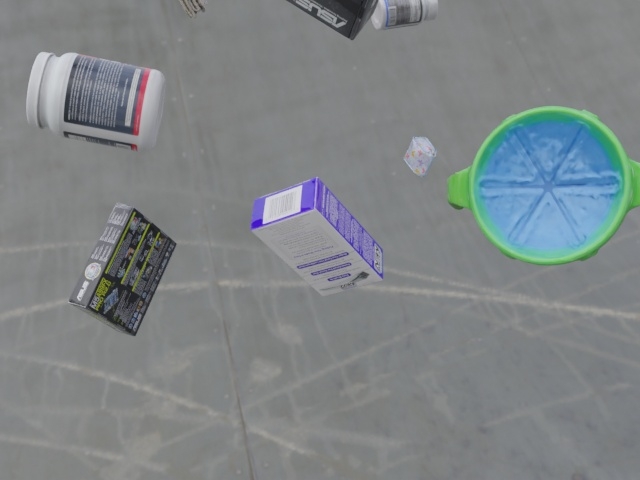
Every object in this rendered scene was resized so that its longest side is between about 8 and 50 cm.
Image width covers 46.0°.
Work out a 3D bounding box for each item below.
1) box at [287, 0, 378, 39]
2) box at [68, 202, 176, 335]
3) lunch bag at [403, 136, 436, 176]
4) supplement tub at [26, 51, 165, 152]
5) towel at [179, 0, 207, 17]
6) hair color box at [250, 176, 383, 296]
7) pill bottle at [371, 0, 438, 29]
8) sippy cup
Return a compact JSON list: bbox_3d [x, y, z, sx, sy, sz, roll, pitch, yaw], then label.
[{"bbox_3d":[-0.055,-0.547,1.212,0.394,0.318,0.097,33,65,2],"label":"box"},{"bbox_3d":[-0.481,0.075,1.865,0.060,0.216,0.270,12,70,27],"label":"box"},{"bbox_3d":[0.254,-0.207,1.880,0.053,0.071,0.083,-1,42,-28],"label":"lunch bag"},{"bbox_3d":[-0.497,-0.312,1.692,0.272,0.191,0.191,10,20,-10],"label":"supplement tub"},{"bbox_3d":[-0.310,-0.596,1.628,0.049,0.187,0.282,-26,34,4],"label":"towel"},{"bbox_3d":[0.000,0.000,1.876,0.185,0.339,0.110,-17,48,26],"label":"hair color box"},{"bbox_3d":[0.186,-0.515,1.675,0.137,0.078,0.078,-12,22,-15],"label":"pill bottle"},{"bbox_3d":[0.374,-0.080,1.189,0.305,0.240,0.224,39,16,21],"label":"sippy cup"}]
